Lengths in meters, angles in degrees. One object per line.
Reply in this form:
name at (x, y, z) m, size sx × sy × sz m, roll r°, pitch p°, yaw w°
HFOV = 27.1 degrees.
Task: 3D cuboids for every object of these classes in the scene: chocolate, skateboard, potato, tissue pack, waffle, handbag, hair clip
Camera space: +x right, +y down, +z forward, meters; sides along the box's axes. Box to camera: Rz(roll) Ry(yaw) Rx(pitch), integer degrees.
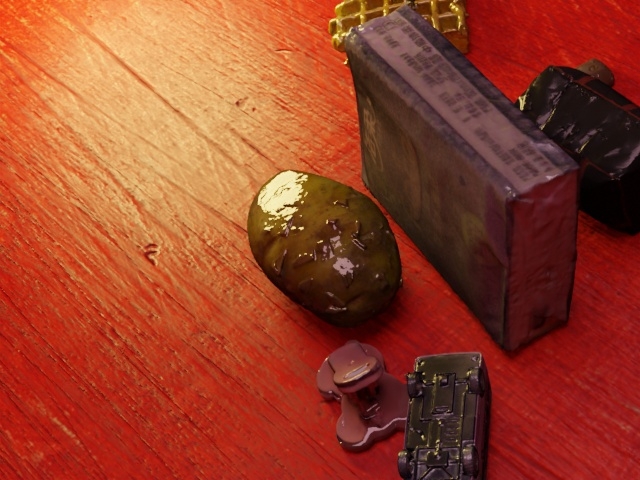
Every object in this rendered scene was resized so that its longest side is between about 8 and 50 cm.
chocolate at (0.383, -0.237, 1.963) m, size 0.101 × 0.031 × 0.064 m, roll -28°, pitch 44°, yaw -5°
skateboard at (0.108, -0.380, 2.093) m, size 0.064 × 0.032 × 0.083 m, roll -37°, pitch 51°, yaw 2°
potato at (0.000, 0.000, 1.805) m, size 0.176 × 0.141 × 0.298 m, roll -26°, pitch 48°, yaw -19°
tissue pack at (0.180, -0.086, 1.724) m, size 0.124 × 0.288 × 0.394 m, roll -23°, pitch 48°, yaw -16°
waffle at (0.127, -0.378, 2.143) m, size 0.229 × 0.057 × 0.219 m, roll -6°, pitch 49°, yaw 13°
handbag at (0.366, -0.118, 1.776) m, size 0.155 × 0.169 × 0.215 m, roll -47°, pitch 53°, yaw -2°
hair clip at (0.057, 0.194, 1.699) m, size 0.123 × 0.102 × 0.138 m, roll -27°, pitch 16°, yaw -9°

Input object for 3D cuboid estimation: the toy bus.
toy bus at (0.153, 0.235, 1.583) m, size 0.096 × 0.108 × 0.198 m, roll -6°, pitch 47°, yaw 18°
